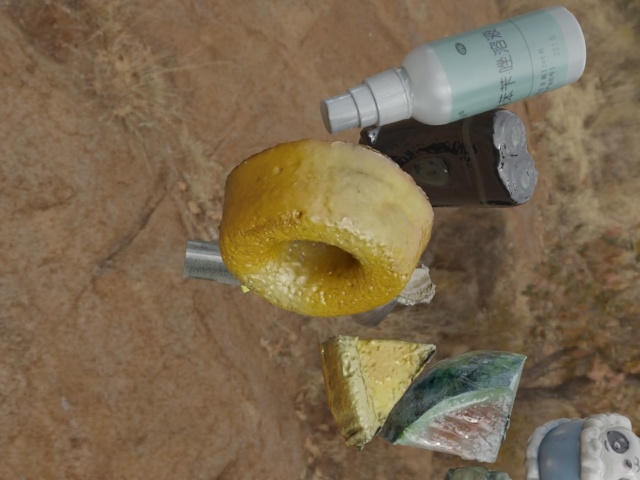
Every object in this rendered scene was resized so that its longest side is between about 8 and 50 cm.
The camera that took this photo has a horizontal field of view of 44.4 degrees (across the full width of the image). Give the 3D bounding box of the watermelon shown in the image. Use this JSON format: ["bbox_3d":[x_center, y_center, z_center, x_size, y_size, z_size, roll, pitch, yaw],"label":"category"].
[{"bbox_3d":[0.328,0.402,1.777,0.258,0.387,0.228,62,0,-13],"label":"watermelon"}]

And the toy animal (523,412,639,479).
[{"bbox_3d":[0.491,0.420,1.454,0.155,0.204,0.208,16,66,-30],"label":"toy animal"}]

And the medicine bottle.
[{"bbox_3d":[0.171,-0.214,1.042,0.110,0.351,0.110,162,-90,-82],"label":"medicine bottle"}]

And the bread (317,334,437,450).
[{"bbox_3d":[0.095,0.214,1.167,0.159,0.140,0.169,-8,76,-18],"label":"bread"}]

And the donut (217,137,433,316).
[{"bbox_3d":[-0.002,0.001,0.984,0.277,0.277,0.109,47,43,-38],"label":"donut"}]

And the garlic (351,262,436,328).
[{"bbox_3d":[0.144,0.100,1.951,0.237,0.292,0.210,-33,99,-25],"label":"garlic"}]

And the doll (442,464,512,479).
[{"bbox_3d":[0.272,0.441,1.349,0.071,0.214,0.104,-8,83,-29],"label":"doll"}]

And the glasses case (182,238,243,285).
[{"bbox_3d":[-0.151,0.048,1.463,0.047,0.204,0.071,-97,-163,-57],"label":"glasses case"}]

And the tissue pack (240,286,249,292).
[{"bbox_3d":[-0.122,0.067,1.691,0.176,0.095,0.062,41,26,-86],"label":"tissue pack"}]

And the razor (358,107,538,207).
[{"bbox_3d":[0.244,-0.157,1.546,0.113,0.348,0.205,-44,124,-41],"label":"razor"}]
